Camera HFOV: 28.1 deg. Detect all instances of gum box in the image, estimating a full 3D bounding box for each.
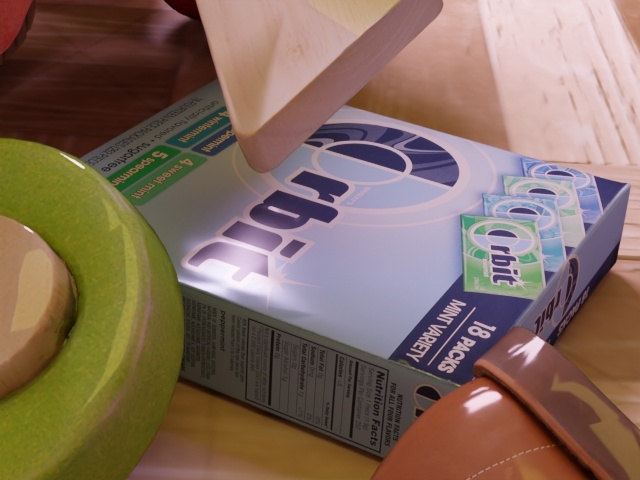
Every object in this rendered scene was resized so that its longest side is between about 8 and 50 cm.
[{"bbox_3d":[0.000,0.000,0.475,0.184,0.041,0.157,19,34,24],"label":"gum box"}]

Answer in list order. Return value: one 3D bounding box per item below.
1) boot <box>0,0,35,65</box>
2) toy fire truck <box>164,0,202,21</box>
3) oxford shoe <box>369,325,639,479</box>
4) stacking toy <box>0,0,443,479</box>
[{"bbox_3d":[-0.287,-0.117,0.603,0.207,0.090,0.248,18,26,35],"label":"boot"},{"bbox_3d":[-0.117,-0.207,0.634,0.302,0.169,0.254,24,24,23],"label":"toy fire truck"},{"bbox_3d":[0.084,0.110,0.291,0.076,0.076,0.212,-38,44,-7],"label":"oxford shoe"},{"bbox_3d":[-0.141,-0.072,0.376,0.280,0.130,0.309,27,70,26],"label":"stacking toy"}]
